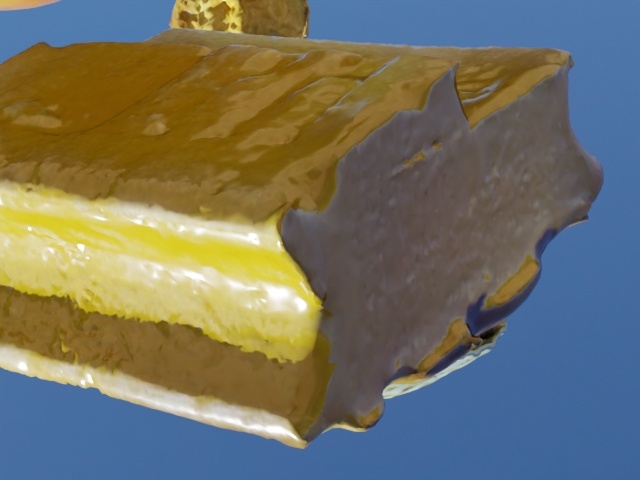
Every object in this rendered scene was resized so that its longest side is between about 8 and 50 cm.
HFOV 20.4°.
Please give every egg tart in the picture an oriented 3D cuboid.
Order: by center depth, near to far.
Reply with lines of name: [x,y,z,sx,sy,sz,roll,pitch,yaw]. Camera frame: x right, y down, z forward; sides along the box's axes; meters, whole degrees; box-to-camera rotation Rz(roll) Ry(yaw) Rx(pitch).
egg tart: [-0.062,-0.152,1.237,0.129,0.129,0.049,24,-166,40]

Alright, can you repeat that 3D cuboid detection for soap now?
soap: [-0.041,-0.024,0.874,0.281,0.143,0.259,6,-153,38]

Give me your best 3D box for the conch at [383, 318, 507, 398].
conch: [-0.009,0.009,1.411,0.303,0.215,0.319,50,-149,5]

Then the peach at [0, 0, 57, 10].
peach: [-0.226,-0.295,1.083,0.308,0.308,0.332,-21,-135,-24]
